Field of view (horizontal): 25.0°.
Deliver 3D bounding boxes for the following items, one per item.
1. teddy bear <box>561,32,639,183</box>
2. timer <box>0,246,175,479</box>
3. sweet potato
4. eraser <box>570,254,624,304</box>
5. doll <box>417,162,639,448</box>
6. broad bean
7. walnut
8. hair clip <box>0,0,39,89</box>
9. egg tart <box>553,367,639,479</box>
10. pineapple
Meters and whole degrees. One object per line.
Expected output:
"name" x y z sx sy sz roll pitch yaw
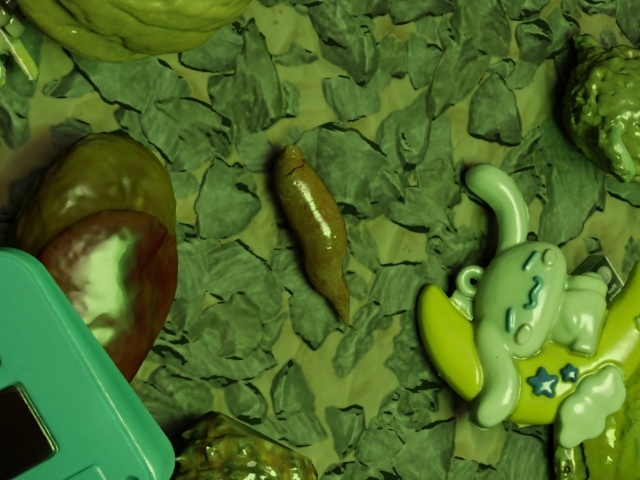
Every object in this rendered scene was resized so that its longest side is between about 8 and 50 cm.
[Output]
"teddy bear" 0.369 -0.128 1.518 0.256 0.156 0.267 17 43 -30
"timer" -0.267 0.149 1.151 0.232 0.091 0.250 -29 98 9
"sweet potato" 0.000 0.000 1.365 0.056 0.056 0.194 -25 107 -27
"eraser" 0.271 0.071 1.536 0.122 0.029 0.052 -41 107 -24
"doll" 0.214 0.075 1.442 0.237 0.111 0.252 23 85 6
"broad bean" -0.188 0.023 1.216 0.156 0.122 0.228 19 85 -29
"walnut" -0.161 -0.256 1.160 0.261 0.225 0.225 10 86 -53
"hair clip" -0.289 -0.224 1.187 0.056 0.062 0.214 -19 106 14
"egg tart" 0.409 0.234 1.566 0.345 0.132 0.345 -1 91 -33
"pineapple" -0.117 0.307 1.250 0.141 0.170 0.310 26 82 0
